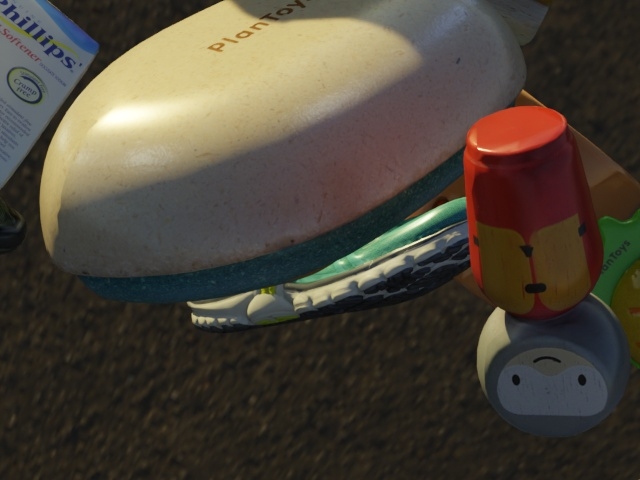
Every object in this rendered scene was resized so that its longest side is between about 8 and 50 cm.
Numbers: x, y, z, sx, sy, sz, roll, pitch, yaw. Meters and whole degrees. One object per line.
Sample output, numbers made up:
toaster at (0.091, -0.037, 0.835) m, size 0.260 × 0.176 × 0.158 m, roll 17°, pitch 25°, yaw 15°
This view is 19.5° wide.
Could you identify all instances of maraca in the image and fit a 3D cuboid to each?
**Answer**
maraca at (0.289, 0.048, 1.555) m, size 0.185 × 0.127 × 0.099 m, roll 34°, pitch 14°, yaw -18°

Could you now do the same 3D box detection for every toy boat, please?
toy boat at (0.018, -0.019, 0.889) m, size 0.267 × 0.148 × 0.318 m, roll -29°, pitch 33°, yaw -26°

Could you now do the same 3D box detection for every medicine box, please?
medicine box at (-0.417, -0.117, 2.076) m, size 0.149 × 0.263 × 0.289 m, roll 40°, pitch 40°, yaw -13°

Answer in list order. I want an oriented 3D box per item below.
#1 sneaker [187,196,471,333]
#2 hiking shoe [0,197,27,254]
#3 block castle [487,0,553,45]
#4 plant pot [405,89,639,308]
sneaker at (0.000, 0.000, 1.317) m, size 0.107 × 0.275 × 0.110 m, roll -7°, pitch 87°, yaw -51°
hiking shoe at (-0.337, -0.075, 1.708) m, size 0.227 × 0.114 × 0.086 m, roll 41°, pitch 16°, yaw -35°
block castle at (0.131, -0.385, 1.251) m, size 0.212 × 0.303 × 0.453 m, roll 24°, pitch 51°, yaw -8°
plant pot at (0.184, -0.060, 2.056) m, size 0.291 × 0.291 × 0.203 m, roll 38°, pitch 95°, yaw 5°
